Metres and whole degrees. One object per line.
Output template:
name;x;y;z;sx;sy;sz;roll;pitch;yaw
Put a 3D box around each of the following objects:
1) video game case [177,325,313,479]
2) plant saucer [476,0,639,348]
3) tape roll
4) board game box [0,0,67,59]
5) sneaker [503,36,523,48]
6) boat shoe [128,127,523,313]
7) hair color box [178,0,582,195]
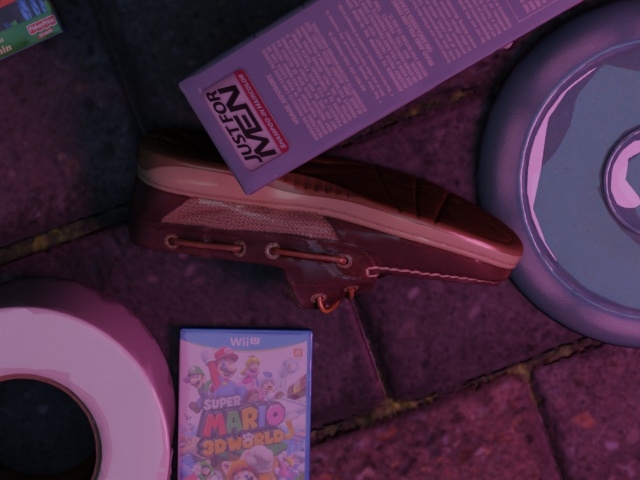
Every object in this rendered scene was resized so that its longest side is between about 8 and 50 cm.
video game case;-0.068;0.161;1.730;0.119;0.015;0.166;1;97;-2
plant saucer;0.296;-0.055;1.693;0.317;0.044;0.318;0;100;2
tape roll;-0.246;0.162;1.646;0.246;0.169;0.246;0;98;-3
board game box;-0.335;-0.244;1.655;0.160;0.039;0.211;-24;97;1
sneaker;0.118;-0.262;1.651;0.081;0.080;0.211;-12;97;-2
boat shoe;0.000;0.000;1.669;0.342;0.123;0.123;12;109;-3
hair color box;0.088;-0.188;1.546;0.374;0.185;0.114;-29;96;22
